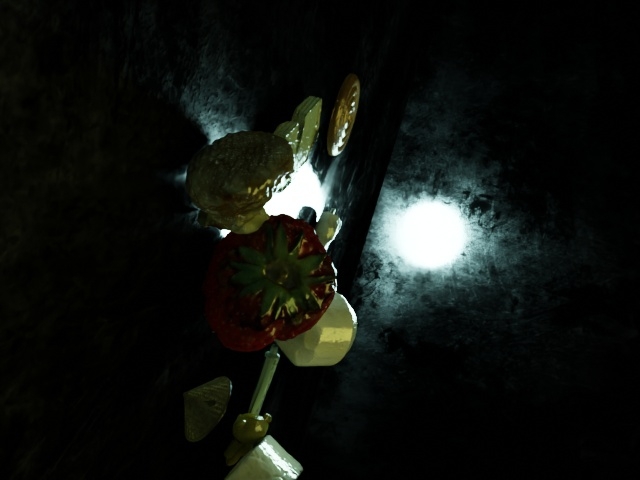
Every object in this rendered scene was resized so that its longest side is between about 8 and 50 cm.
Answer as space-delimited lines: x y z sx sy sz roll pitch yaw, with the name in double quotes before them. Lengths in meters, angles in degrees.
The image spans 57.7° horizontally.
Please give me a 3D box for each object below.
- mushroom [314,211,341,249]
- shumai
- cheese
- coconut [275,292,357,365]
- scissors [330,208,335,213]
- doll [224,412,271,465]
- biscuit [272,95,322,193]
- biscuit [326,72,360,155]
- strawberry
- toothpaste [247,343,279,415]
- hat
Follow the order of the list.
"mushroom" -0.002 0.003 1.905 0.223 0.081 0.092 -62 -176 -36
"shumai" -0.123 -0.080 0.907 0.210 0.161 0.153 -89 -175 -56
"cheese" -0.197 0.712 1.641 0.292 0.153 0.332 -51 167 3
"coconut" -0.033 0.264 1.768 0.237 0.265 0.238 -27 -123 51
"scissors" 0.015 -0.040 2.072 0.085 0.022 0.176 76 36 -65
"doll" -0.228 0.571 1.692 0.137 0.097 0.210 -7 136 -45
"biscuit" -0.057 -0.223 1.315 0.250 0.046 0.147 -58 162 -51
"biscuit" 0.075 -0.383 1.784 0.262 0.037 0.262 18 90 -80
"strawberry" -0.109 0.081 1.118 0.288 0.249 0.239 148 -71 -73
"toothpaste" -0.177 0.444 1.802 0.069 0.047 0.269 -101 -152 -77
"hat" -0.253 0.327 1.181 0.146 0.067 0.146 -37 -152 24
